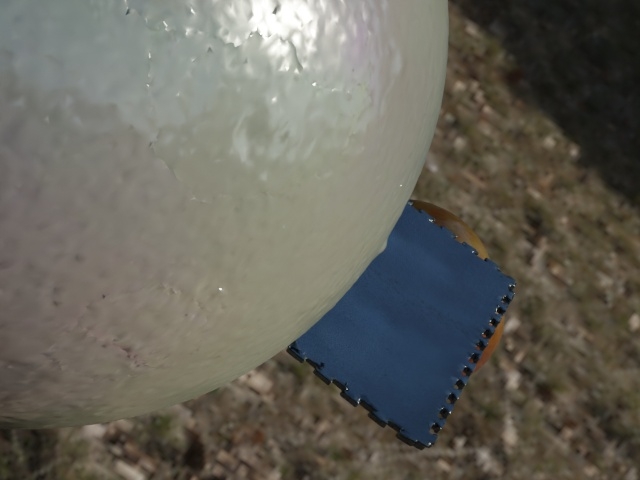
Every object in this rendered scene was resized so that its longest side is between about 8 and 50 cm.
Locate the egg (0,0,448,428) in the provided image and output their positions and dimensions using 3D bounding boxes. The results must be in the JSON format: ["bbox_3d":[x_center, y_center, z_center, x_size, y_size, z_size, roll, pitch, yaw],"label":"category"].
[{"bbox_3d":[-0.146,-0.103,0.590,0.354,0.354,0.340,40,6,18],"label":"egg"}]

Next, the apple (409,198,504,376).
[{"bbox_3d":[0.074,0.051,1.306,0.199,0.199,0.199,31,18,-11],"label":"apple"}]

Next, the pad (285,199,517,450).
[{"bbox_3d":[0.000,0.000,0.989,0.270,0.012,0.269,39,28,4],"label":"pad"}]
